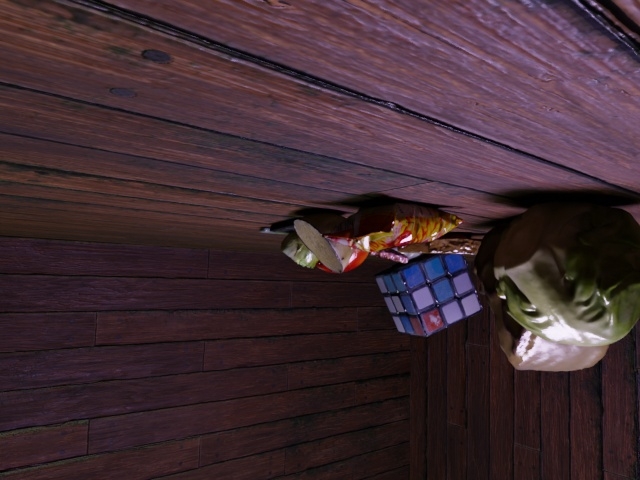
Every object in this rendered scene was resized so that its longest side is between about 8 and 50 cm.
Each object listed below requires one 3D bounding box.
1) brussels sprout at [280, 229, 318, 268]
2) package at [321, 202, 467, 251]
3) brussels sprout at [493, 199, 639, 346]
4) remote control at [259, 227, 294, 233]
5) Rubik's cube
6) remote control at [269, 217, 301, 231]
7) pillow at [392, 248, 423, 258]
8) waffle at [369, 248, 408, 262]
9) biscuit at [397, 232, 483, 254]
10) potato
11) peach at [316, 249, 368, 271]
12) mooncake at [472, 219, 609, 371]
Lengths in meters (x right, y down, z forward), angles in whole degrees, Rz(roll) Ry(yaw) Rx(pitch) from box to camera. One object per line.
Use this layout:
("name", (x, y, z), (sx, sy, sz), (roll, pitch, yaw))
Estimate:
("brussels sprout", (-0.056, 0.012, 1.656), (0.151, 0.122, 0.149), (41, -167, 32))
("package", (0.176, -0.033, 1.107), (0.288, 0.109, 0.223), (-4, 175, -41))
("brussels sprout", (0.528, 0.056, 0.980), (0.327, 0.328, 0.247), (4, 150, -25))
("remote control", (-0.158, -0.034, 1.709), (0.124, 0.018, 0.053), (4, 174, -33))
("Rubik's cube", (0.527, 0.249, 2.369), (0.358, 0.362, 0.363), (-25, -177, -18))
("remote control", (-0.091, -0.047, 1.484), (0.063, 0.025, 0.245), (3, 175, -28))
("pillow", (0.399, 0.052, 2.222), (0.144, 0.078, 0.254), (-13, 168, 34))
("waffle", (0.238, 0.038, 1.956), (0.234, 0.056, 0.221), (14, -174, -27))
("biscuit", (0.486, 0.016, 1.813), (0.368, 0.076, 0.394), (1, 178, 12))
("potato", (0.029, -0.017, 1.268), (0.117, 0.182, 0.202), (-41, -163, -15))
("peach", (0.069, 0.043, 1.744), (0.267, 0.154, 0.158), (-2, 173, 42))
("mooncake", (0.580, 0.139, 1.292), (0.246, 0.394, 0.394), (-1, -175, -2))
